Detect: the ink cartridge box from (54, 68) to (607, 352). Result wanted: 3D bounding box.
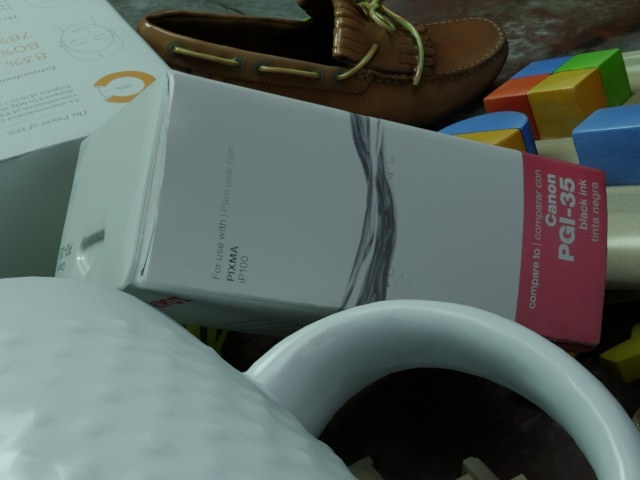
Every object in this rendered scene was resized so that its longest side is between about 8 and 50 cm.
[{"bbox_3d":[0.000,0.000,0.648,0.283,0.117,0.207,11,-10,-24],"label":"ink cartridge box"}]

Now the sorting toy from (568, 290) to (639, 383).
[{"bbox_3d":[0.271,0.000,0.779,0.229,0.041,0.307,-9,26,44],"label":"sorting toy"}]

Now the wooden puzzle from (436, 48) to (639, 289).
[{"bbox_3d":[0.227,-0.089,0.845,0.322,0.080,0.348,0,32,44],"label":"wooden puzzle"}]

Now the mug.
[{"bbox_3d":[-0.031,0.170,0.407,0.374,0.276,0.328,-42,42,-16],"label":"mug"}]

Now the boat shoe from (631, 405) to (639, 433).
[{"bbox_3d":[0.238,0.186,0.529,0.122,0.120,0.324,-25,36,2],"label":"boat shoe"}]

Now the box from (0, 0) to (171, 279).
[{"bbox_3d":[-0.254,-0.092,0.898,0.215,0.168,0.345,-20,40,-21],"label":"box"}]

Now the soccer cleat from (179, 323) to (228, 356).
[{"bbox_3d":[-0.118,0.115,0.712,0.121,0.093,0.289,38,41,1],"label":"soccer cleat"}]

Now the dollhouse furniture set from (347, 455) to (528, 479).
[{"bbox_3d":[0.095,0.144,0.578,0.101,0.161,0.182,-22,43,-23],"label":"dollhouse furniture set"}]

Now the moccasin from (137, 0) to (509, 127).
[{"bbox_3d":[0.009,-0.186,1.007,0.380,0.147,0.139,-5,35,-16],"label":"moccasin"}]
